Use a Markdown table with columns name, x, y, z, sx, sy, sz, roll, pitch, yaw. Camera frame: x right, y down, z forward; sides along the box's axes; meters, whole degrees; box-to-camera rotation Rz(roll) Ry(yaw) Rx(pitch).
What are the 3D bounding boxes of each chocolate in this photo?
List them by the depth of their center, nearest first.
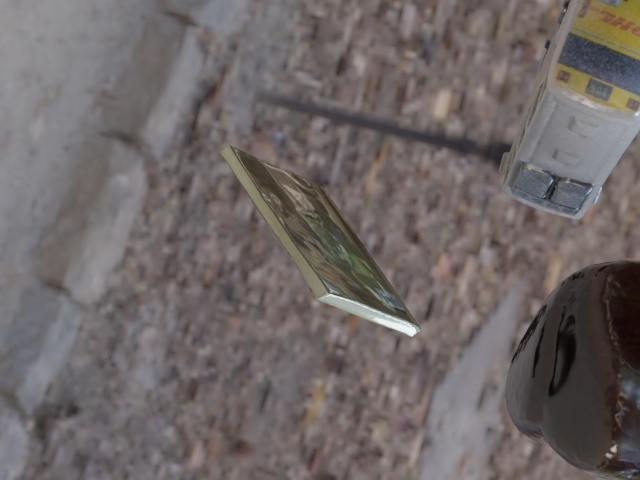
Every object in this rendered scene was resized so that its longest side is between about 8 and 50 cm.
| name | x | y | z | sx | sy | sz | roll | pitch | yaw |
| --- | --- | --- | --- | --- | --- | --- | --- | --- | --- |
| chocolate | 0.155 | 0.073 | 0.925 | 0.148 | 0.080 | 0.125 | -141 | -123 | -66 |

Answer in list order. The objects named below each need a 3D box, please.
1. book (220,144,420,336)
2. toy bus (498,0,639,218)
| name | x | y | z | sx | sy | sz | roll | pitch | yaw |
| --- | --- | --- | --- | --- | --- | --- | --- | --- | --- |
| book | 0.000 | 0.000 | 1.514 | 0.016 | 0.199 | 0.138 | -48 | 140 | 17 |
| toy bus | 0.218 | -0.114 | 1.396 | 0.342 | 0.097 | 0.138 | 93 | 16 | -77 |
